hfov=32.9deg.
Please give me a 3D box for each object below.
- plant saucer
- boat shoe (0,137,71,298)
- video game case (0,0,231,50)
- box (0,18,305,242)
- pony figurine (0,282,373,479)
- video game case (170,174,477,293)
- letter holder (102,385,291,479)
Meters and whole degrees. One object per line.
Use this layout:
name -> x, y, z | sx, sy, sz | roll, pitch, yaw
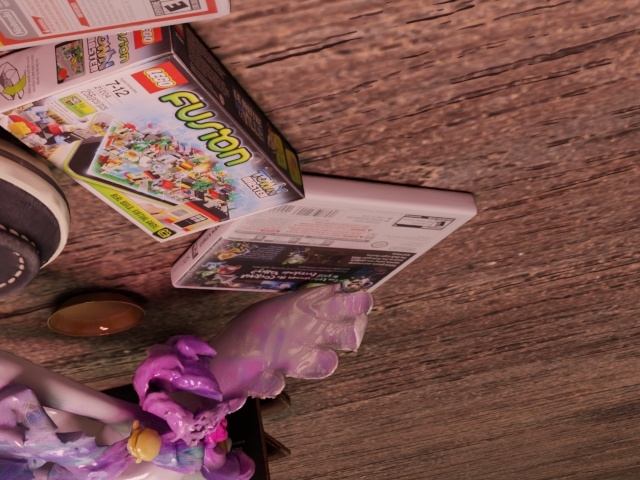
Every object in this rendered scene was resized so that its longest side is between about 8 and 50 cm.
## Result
plant saucer -> -0.194, 0.062, 0.936 | 0.083, 0.015, 0.083 | -8, 157, -3
boat shoe -> -0.346, 0.027, 0.510 | 0.500, 0.156, 0.187 | -3, 154, -43
video game case -> -0.187, -0.122, 0.457 | 0.285, 0.025, 0.204 | -9, 170, -2
box -> -0.097, -0.063, 0.664 | 0.114, 0.036, 0.207 | -16, 156, 14
pony figurine -> -0.143, 0.168, 0.889 | 0.363, 0.303, 0.351 | 19, 163, -38
video game case -> 0.000, 0.000, 0.866 | 0.190, 0.022, 0.173 | 4, 153, -31
letter holder -> -0.185, 0.262, 1.229 | 0.301, 0.152, 0.214 | -13, 158, 7
